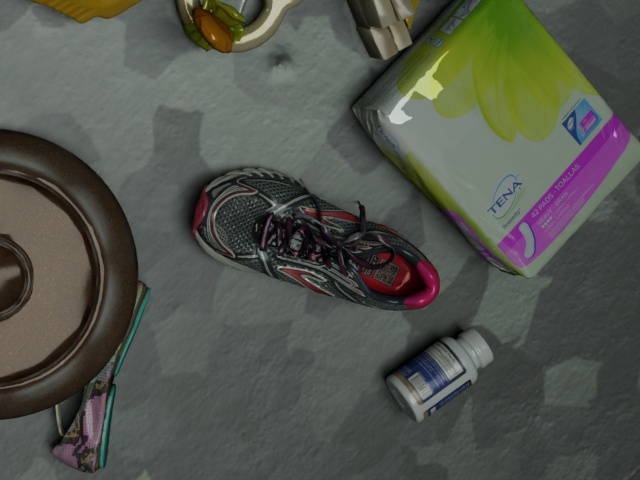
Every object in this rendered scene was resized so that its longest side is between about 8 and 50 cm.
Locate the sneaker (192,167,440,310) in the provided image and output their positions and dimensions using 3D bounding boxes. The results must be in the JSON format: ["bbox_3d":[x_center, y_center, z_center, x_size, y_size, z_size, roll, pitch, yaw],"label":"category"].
[{"bbox_3d":[0.000,0.000,1.932,0.299,0.112,0.121,16,94,-22],"label":"sneaker"}]

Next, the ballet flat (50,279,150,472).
[{"bbox_3d":[-0.250,0.145,1.892,0.079,0.077,0.221,15,95,-3],"label":"ballet flat"}]

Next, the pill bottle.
[{"bbox_3d":[0.143,0.156,2.039,0.120,0.067,0.067,-34,110,-11],"label":"pill bottle"}]

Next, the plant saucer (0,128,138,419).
[{"bbox_3d":[-0.346,0.038,1.804,0.310,0.050,0.311,-1,94,-8],"label":"plant saucer"}]

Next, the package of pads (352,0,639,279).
[{"bbox_3d":[0.205,-0.123,1.992,0.229,0.101,0.296,-47,111,-8],"label":"package of pads"}]

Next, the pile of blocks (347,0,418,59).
[{"bbox_3d":[0.136,-0.372,1.911,0.149,0.112,0.362,10,97,-22],"label":"pile of blocks"}]

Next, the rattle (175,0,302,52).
[{"bbox_3d":[-0.055,-0.280,1.847,0.199,0.143,0.130,-21,88,-10],"label":"rattle"}]

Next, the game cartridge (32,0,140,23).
[{"bbox_3d":[-0.248,-0.331,1.658,0.323,0.285,0.053,25,53,-41],"label":"game cartridge"}]
